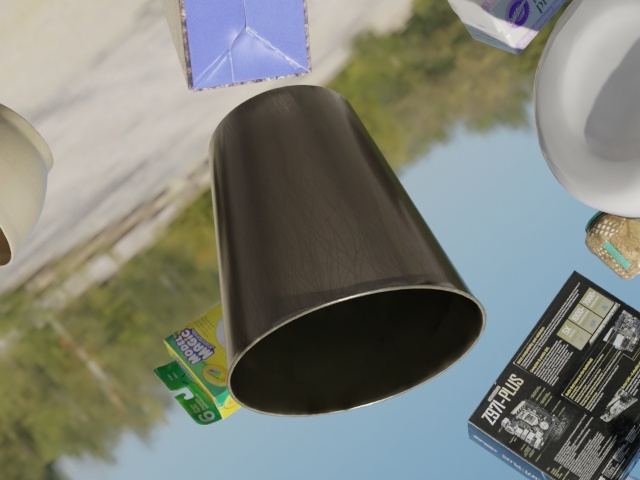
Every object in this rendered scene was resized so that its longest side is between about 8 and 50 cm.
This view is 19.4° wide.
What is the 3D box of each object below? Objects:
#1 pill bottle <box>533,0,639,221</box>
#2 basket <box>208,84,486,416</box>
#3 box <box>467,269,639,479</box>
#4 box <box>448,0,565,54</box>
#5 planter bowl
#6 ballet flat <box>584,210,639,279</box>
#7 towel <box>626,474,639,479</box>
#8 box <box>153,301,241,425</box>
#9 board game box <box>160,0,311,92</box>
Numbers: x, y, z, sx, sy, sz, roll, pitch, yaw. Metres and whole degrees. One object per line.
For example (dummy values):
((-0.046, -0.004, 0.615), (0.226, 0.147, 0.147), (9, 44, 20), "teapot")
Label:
((0.337, -0.087, 1.433), (0.334, 0.188, 0.188), (11, 142, -40), "pill bottle")
((0.000, 0.000, 1.483), (0.204, 0.227, 0.154), (-14, 144, -6), "basket")
((0.247, 0.147, 1.759), (0.180, 0.147, 0.077), (-54, 165, -11), "box")
((0.245, -0.308, 1.686), (0.324, 0.063, 0.067), (-48, -139, -11), "box")
((-0.330, -0.067, 1.836), (0.109, 0.162, 0.162), (-50, -174, -26), "planter bowl")
((0.298, 0.006, 1.541), (0.206, 0.067, 0.073), (-6, 144, -40), "ballet flat")
((0.342, 0.389, 1.893), (0.053, 0.317, 0.332), (-17, 161, 17), "towel")
((-0.077, 0.106, 1.909), (0.179, 0.105, 0.043), (-35, 140, -13), "box")
((-0.112, -0.343, 2.124), (0.141, 0.232, 0.291), (-9, -146, -8), "board game box")
